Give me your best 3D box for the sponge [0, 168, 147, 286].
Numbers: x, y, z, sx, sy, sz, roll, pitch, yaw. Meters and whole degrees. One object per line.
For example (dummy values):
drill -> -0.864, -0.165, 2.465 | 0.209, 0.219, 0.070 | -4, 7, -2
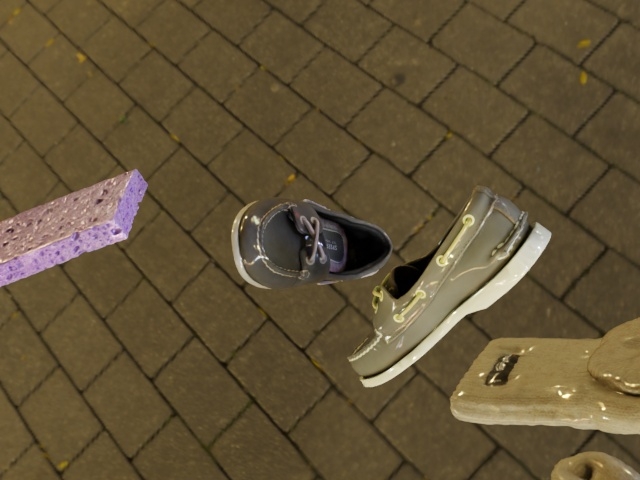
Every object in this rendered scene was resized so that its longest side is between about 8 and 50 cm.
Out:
sponge -> -0.311, -0.011, 0.967 | 0.210, 0.031, 0.117 | -20, 32, 14

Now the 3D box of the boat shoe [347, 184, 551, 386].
boat shoe -> 0.114, 0.056, 0.889 | 0.091, 0.305, 0.109 | 41, 41, -1

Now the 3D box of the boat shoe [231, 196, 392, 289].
boat shoe -> 0.000, 0.000, 1.018 | 0.095, 0.335, 0.112 | -11, 84, 20

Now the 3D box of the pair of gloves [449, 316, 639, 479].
pair of gloves -> 0.135, 0.098, 0.343 | 0.204, 0.240, 0.042 | -14, 105, 30
